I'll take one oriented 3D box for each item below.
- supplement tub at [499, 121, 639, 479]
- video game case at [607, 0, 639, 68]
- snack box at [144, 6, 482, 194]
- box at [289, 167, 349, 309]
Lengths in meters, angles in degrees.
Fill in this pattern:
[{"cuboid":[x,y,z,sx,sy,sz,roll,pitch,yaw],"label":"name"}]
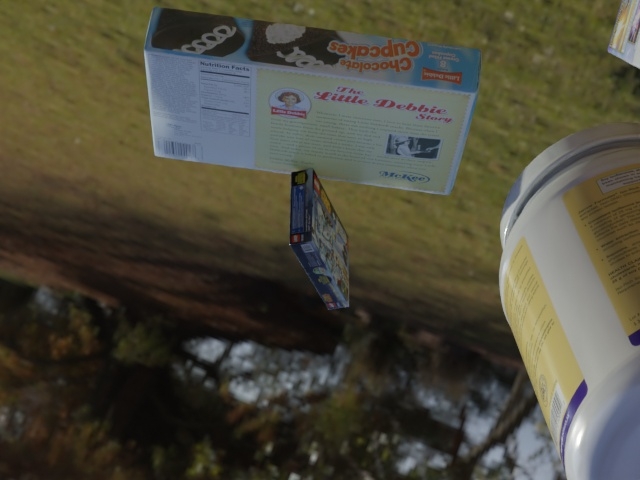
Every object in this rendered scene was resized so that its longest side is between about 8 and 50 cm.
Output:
[{"cuboid":[0.287,0.070,1.108,0.241,0.241,0.331,28,-153,-25],"label":"supplement tub"},{"cuboid":[0.404,-0.318,1.451,0.061,0.269,0.244,13,-166,-3],"label":"video game case"},{"cuboid":[-0.011,-0.137,1.332,0.322,0.060,0.187,8,150,0],"label":"snack box"},{"cuboid":[0.000,0.000,1.410,0.027,0.094,0.137,-9,145,15],"label":"box"}]
